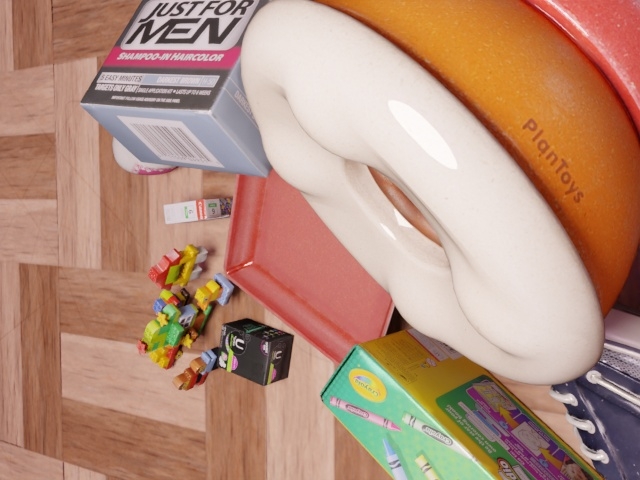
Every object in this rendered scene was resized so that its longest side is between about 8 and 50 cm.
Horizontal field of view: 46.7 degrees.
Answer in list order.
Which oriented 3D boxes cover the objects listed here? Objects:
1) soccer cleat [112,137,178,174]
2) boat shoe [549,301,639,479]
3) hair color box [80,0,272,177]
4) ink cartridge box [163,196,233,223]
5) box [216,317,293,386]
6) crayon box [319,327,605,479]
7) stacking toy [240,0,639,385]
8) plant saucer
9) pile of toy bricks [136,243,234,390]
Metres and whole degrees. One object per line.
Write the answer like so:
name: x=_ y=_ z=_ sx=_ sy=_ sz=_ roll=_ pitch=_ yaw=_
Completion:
soccer cleat: x=-0.185 y=-0.163 z=0.965 sx=0.331 sy=0.143 sz=0.116 roll=-11 pitch=85 yaw=34
boat shoe: x=0.250 y=0.134 z=0.689 sx=0.340 sy=0.127 sz=0.158 roll=19 pitch=97 yaw=32
hair color box: x=-0.076 y=-0.259 z=0.795 sx=0.185 sy=0.113 sz=0.375 roll=10 pitch=66 yaw=34
ink cartridge box: x=-0.148 y=-0.042 z=0.995 sx=0.115 sy=0.063 sz=0.029 roll=-6 pitch=92 yaw=35
box: x=-0.086 y=0.145 z=0.970 sx=0.083 sy=0.052 sz=0.062 roll=16 pitch=103 yaw=32
crayon box: x=0.152 y=0.209 z=0.740 sx=0.278 sy=0.165 sz=0.081 roll=43 pitch=115 yaw=25
stacking toy: x=0.210 y=-0.155 z=0.590 sx=0.480 sy=0.351 sz=0.350 roll=-41 pitch=65 yaw=-10
plant saucer: x=0.000 y=0.000 z=0.869 sx=0.258 sy=0.047 sz=0.259 roll=35 pitch=130 yaw=28
pile of toy bricks: x=-0.199 y=0.120 z=0.996 sx=0.118 sy=0.105 sz=0.212 roll=42 pitch=127 yaw=26
